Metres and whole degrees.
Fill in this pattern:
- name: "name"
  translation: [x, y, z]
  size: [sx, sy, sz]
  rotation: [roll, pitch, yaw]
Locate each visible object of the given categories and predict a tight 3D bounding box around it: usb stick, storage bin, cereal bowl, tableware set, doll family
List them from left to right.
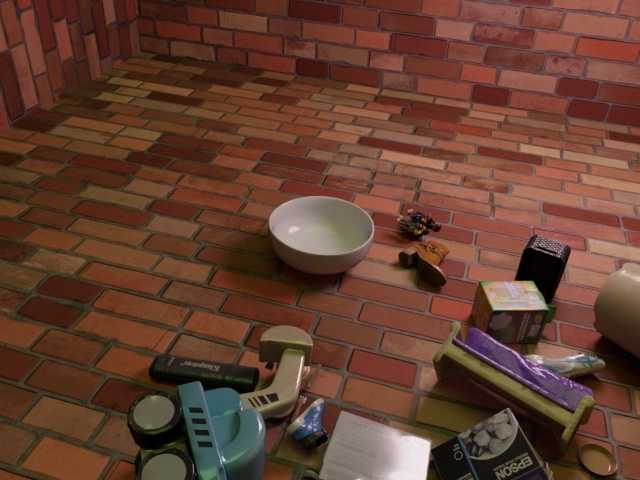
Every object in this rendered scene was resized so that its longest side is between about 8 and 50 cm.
- name: "usb stick"
  translation: [-0.292, 0.336, 1.522]
  size: [0.277, 0.045, 0.077]
  rotation: [7, 36, 6]
- name: "tableware set"
  translation: [-0.091, 0.366, 1.504]
  size: [0.128, 0.039, 0.194]
  rotation: [23, 44, 7]
- name: "cereal bowl"
  translation: [0.000, 0.000, 1.932]
  size: [0.338, 0.141, 0.339]
  rotation: [2, 36, -2]
- name: "doll family"
  translation: [0.350, -0.058, 2.101]
  size: [0.111, 0.076, 0.193]
  rotation: [19, 35, 29]
- name: "storage bin"
  translation: [0.670, 0.088, 1.828]
  size: [0.122, 0.180, 0.084]
  rotation: [22, 40, 24]

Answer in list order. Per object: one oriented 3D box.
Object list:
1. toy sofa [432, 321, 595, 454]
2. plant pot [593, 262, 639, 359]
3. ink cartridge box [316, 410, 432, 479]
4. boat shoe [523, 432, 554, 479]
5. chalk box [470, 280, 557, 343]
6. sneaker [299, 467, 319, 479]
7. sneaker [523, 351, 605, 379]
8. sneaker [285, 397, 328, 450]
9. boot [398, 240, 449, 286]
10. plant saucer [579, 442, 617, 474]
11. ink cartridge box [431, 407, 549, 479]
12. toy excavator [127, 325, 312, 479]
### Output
- name: "toy sofa"
  translation: [0.467, 0.331, 1.450]
  size: [0.362, 0.150, 0.177]
  rotation: [29, 71, 31]
- name: "plant pot"
  translation: [0.921, 0.210, 1.596]
  size: [0.333, 0.334, 0.305]
  rotation: [-20, 31, -29]
- name: "ink cartridge box"
  translation: [0.118, 0.481, 1.288]
  size: [0.223, 0.045, 0.224]
  rotation: [16, 25, 10]
- name: "boat shoe"
  translation: [0.445, 0.514, 1.286]
  size: [0.109, 0.098, 0.302]
  rotation: [-5, 36, -12]
- name: "chalk box"
  translation: [0.555, 0.202, 1.704]
  size: [0.212, 0.132, 0.132]
  rotation: [0, 36, -6]
- name: "sneaker"
  translation: [0.027, 0.567, 1.218]
  size: [0.223, 0.083, 0.098]
  rotation: [26, 60, 38]
- name: "sneaker"
  translation: [0.632, 0.341, 1.570]
  size: [0.237, 0.085, 0.086]
  rotation: [0, 61, -9]
- name: "sneaker"
  translation: [-0.013, 0.433, 1.404]
  size: [0.084, 0.058, 0.152]
  rotation: [47, 23, 10]
- name: "boot"
  translation: [0.368, 0.063, 1.937]
  size: [0.152, 0.073, 0.197]
  rotation: [-20, 44, -35]
- name: "plant saucer"
  translation: [0.636, 0.506, 1.383]
  size: [0.083, 0.015, 0.083]
  rotation: [2, 36, -1]
- name: "ink cartridge box"
  translation: [0.359, 0.491, 1.272]
  size: [0.206, 0.045, 0.208]
  rotation: [-32, 38, 9]
- name: "toy excavator"
  translation: [-0.181, 0.396, 1.305]
  size: [0.444, 0.222, 0.433]
  rotation: [-8, 38, -19]
